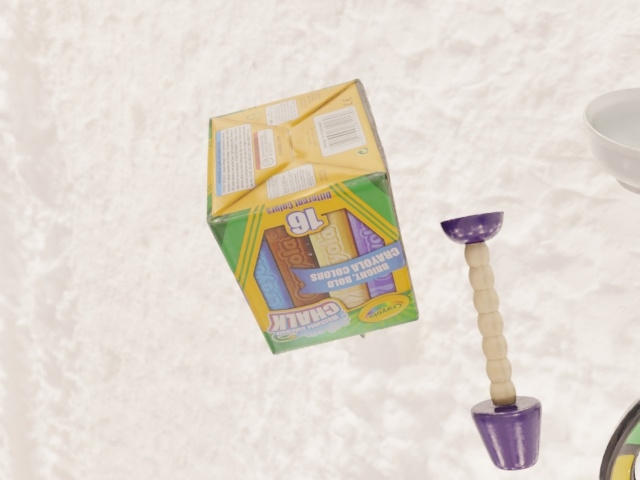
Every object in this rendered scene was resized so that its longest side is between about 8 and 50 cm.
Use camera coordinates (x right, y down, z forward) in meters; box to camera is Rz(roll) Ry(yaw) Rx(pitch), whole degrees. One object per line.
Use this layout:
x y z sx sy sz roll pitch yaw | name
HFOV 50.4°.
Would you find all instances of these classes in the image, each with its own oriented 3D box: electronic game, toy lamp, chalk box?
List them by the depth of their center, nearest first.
0.189 0.108 0.742 0.080 0.080 0.274 -10 87 49 | toy lamp
0.000 0.000 0.778 0.180 0.179 0.289 -100 -5 -47 | chalk box
0.432 0.244 0.814 0.048 0.229 0.229 -130 37 -59 | electronic game

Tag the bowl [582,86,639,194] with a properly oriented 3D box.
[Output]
0.645 -0.172 1.291 0.298 0.298 0.134 29 138 37 | bowl
